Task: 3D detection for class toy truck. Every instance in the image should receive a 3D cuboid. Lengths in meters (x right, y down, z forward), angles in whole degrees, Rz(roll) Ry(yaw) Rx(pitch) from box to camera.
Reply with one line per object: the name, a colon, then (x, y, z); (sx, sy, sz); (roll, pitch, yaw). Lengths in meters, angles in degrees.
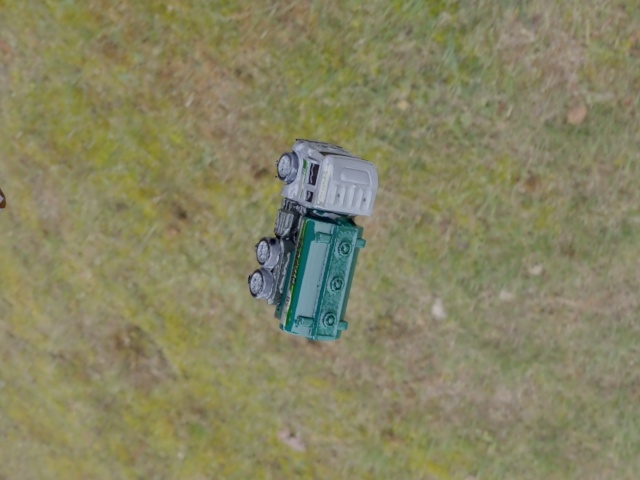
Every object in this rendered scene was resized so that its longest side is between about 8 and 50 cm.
toy truck: (0.000, 0.000, 0.536); (0.044, 0.039, 0.083); (22, 101, 55)

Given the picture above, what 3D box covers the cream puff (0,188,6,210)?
cream puff: (-0.284, 0.023, 0.388); (0.350, 0.229, 0.350); (-6, 144, -4)
